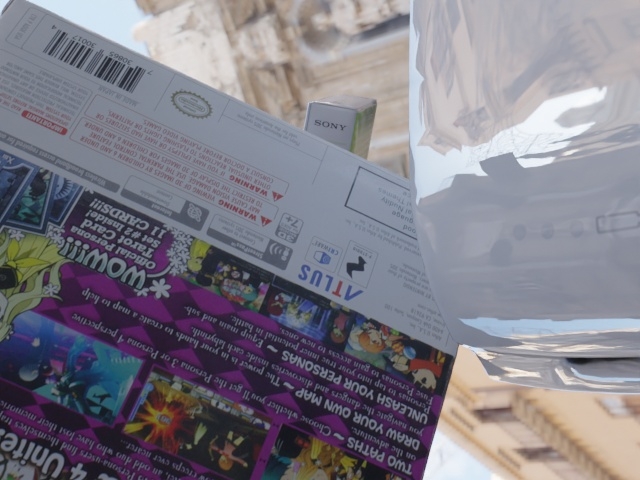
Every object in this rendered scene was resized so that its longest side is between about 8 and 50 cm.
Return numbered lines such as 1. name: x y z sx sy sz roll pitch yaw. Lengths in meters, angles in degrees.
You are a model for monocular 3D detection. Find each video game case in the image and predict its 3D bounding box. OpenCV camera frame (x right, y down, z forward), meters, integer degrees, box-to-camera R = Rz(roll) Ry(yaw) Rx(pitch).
1. video game case: -0.061 0.027 0.448 0.232 0.042 0.210 24 -128 -5

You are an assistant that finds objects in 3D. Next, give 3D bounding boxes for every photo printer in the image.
1. photo printer: 0.151 -0.098 0.392 0.107 0.256 0.307 44 -140 -43

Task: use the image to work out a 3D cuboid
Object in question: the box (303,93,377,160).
1. box: 0.000 0.000 1.287 0.232 0.059 0.321 -48 -30 -78
